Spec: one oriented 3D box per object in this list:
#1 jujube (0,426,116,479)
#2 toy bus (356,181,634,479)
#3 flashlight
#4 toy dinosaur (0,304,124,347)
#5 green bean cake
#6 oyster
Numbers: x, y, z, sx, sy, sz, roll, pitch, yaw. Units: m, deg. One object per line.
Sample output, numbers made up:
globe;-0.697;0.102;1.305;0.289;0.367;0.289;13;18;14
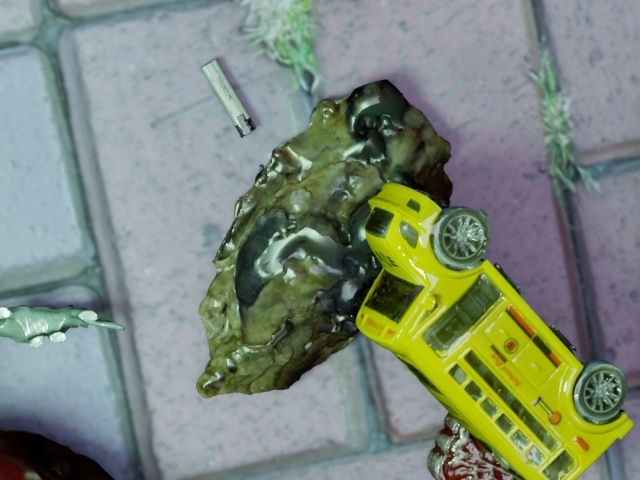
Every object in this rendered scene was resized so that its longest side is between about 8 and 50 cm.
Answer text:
jujube;-0.359;0.333;1.586;0.377;0.258;0.258;-38;100;-7
toy bus;0.150;0.093;1.615;0.152;0.144;0.330;-46;109;-6
flashlight;-0.094;-0.144;1.686;0.018;0.018;0.083;-32;100;-7
toy dinosaur;-0.300;0.083;1.644;0.209;0.082;0.039;2;92;-7
green bean cake;0.195;0.215;1.750;0.135;0.056;0.135;24;92;-9
oyster;-0.010;0.005;1.681;0.361;0.096;0.221;-38;93;-6
